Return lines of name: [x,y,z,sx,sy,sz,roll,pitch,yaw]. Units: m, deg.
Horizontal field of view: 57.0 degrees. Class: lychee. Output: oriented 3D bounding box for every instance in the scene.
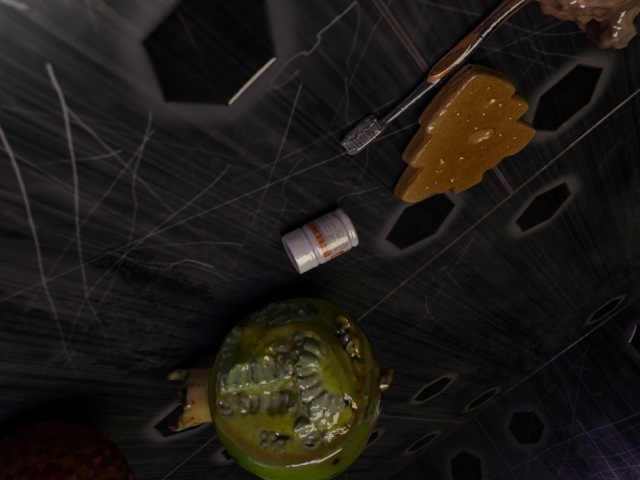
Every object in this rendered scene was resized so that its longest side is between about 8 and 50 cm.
lychee: [-0.370,0.369,0.792,0.260,0.261,0.261,-23,147,-16]

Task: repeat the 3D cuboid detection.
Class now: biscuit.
biscuit: [0.185,-0.141,0.761,0.212,0.041,0.239,-25,149,-2]

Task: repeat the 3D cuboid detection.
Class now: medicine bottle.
medicine bottle: [0.000,0.000,0.774,0.089,0.057,0.057,-26,148,-9]

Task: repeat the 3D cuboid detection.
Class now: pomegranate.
pomegranate: [-0.068,0.218,0.852,0.340,0.261,0.260,-7,152,16]

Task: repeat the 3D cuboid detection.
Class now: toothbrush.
toothbrush: [0.150,-0.206,0.659,0.321,0.023,0.031,-39,151,11]

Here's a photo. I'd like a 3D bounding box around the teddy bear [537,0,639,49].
teddy bear: [0.189,-0.311,0.364,0.246,0.222,0.296,6,131,-42]
